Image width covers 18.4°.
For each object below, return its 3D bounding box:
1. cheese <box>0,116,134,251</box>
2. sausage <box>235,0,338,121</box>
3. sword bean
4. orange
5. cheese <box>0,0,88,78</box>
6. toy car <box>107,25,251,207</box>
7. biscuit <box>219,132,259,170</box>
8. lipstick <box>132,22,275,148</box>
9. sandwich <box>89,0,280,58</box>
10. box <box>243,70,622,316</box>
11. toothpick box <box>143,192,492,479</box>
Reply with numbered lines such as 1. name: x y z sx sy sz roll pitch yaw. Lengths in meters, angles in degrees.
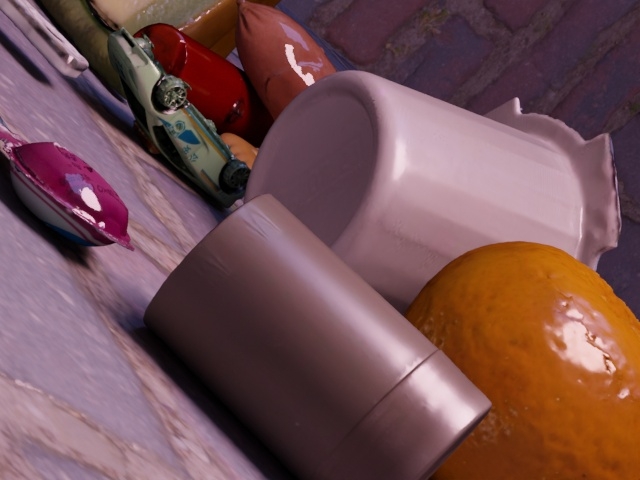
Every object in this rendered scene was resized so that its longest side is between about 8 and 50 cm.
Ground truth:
1. cheese: -0.162 -0.039 1.167 0.145 0.038 0.095 41 5 31
2. sausage: 0.046 -0.053 1.883 0.433 0.088 0.088 53 5 -17
3. sword bean: -0.222 -0.209 1.730 0.043 0.038 0.269 26 18 -48
4. orange: 0.146 0.108 1.373 0.219 0.193 0.219 50 24 -32
5. cheese: -0.261 -0.207 1.493 0.235 0.050 0.127 46 6 9
6. toy car: -0.121 -0.097 1.582 0.186 0.058 0.093 52 0 -42
7. biscuit: 0.001 -0.001 1.769 0.160 0.030 0.250 36 11 -41
8. lipstick: -0.105 -0.139 1.825 0.073 0.073 0.279 46 8 17
9. sandwich: -0.128 -0.293 2.029 0.155 0.198 0.227 45 8 7
10. box: 0.060 -0.032 1.554 0.206 0.262 0.291 23 13 -36
11. toothpick box: -0.001 0.072 1.124 0.180 0.111 0.111 44 8 9
